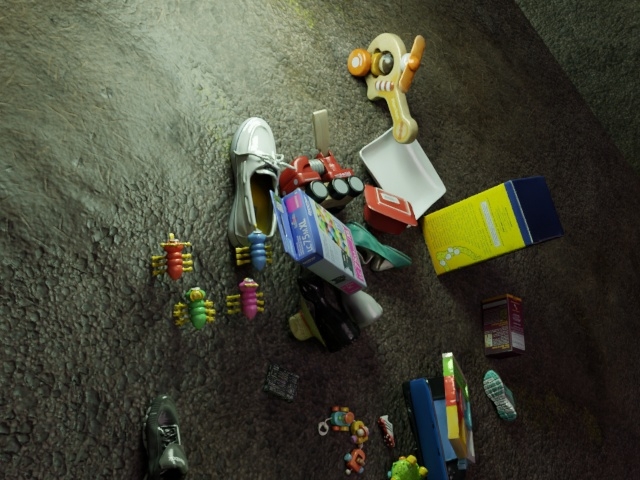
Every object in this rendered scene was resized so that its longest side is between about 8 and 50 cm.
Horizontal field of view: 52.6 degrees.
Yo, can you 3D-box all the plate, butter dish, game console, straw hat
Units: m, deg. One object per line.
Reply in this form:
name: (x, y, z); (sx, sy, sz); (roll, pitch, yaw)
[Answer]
plate: (0.254, -0.208, 2.033); (0.277, 0.045, 0.278); (-40, 101, -42)
butter dish: (0.184, -0.067, 1.873); (0.160, 0.118, 0.160); (20, 28, -12)
game console: (0.333, 0.510, 1.729); (0.250, 0.173, 0.293); (3, 72, -40)
straw hat: (-0.044, 0.211, 1.593); (0.061, 0.144, 0.144); (-26, 91, -3)

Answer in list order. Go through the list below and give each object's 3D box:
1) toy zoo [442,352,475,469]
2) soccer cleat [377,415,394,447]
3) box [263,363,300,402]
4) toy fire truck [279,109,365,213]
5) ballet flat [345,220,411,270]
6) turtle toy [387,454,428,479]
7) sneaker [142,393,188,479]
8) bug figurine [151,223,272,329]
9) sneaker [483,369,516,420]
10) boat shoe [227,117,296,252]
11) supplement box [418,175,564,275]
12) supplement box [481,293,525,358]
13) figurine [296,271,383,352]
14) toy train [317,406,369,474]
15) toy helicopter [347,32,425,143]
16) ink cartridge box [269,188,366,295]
toy zoo: (0.383, 0.484, 1.789); (0.192, 0.030, 0.293); (57, 28, -45)
soccer cleat: (0.179, 0.500, 1.699); (0.035, 0.029, 0.083); (-19, 81, -39)
box: (-0.091, 0.339, 1.536); (0.083, 0.018, 0.067); (30, 56, -29)
toy fire truck: (-0.013, -0.207, 1.746); (0.217, 0.158, 0.246); (-13, 70, -42)
ballet flat: (0.151, 0.037, 1.837); (0.247, 0.083, 0.087); (31, 79, -28)
turtle toy: (0.226, 0.612, 1.667); (0.095, 0.066, 0.130); (-47, 108, -15)
sneaker: (-0.298, 0.418, 1.266); (0.078, 0.106, 0.234); (18, 62, -36)
bug figurine: (-0.223, 0.079, 1.435); (0.279, 0.072, 0.216); (-7, 85, -22)
sneaker: (0.564, 0.478, 2.029); (0.076, 0.065, 0.166); (-31, 98, -60)
boat shoe: (-0.142, -0.160, 1.595); (0.136, 0.156, 0.367); (22, 61, -34)
supplement box: (0.513, -0.040, 1.974); (0.194, 0.356, 0.195); (-11, 80, -42)
supplement box: (0.590, 0.279, 2.088); (0.081, 0.104, 0.188); (19, 62, -35)
figurine: (0.047, 0.149, 1.677); (0.209, 0.092, 0.215); (59, 37, 0)
toy train: (0.073, 0.489, 1.600); (0.166, 0.046, 0.125); (52, 48, -13)
toy helicopter: (0.239, -0.471, 1.994); (0.140, 0.235, 0.355); (-6, 77, -42)
ink cartridge box: (0.000, 0.000, 1.571); (0.311, 0.065, 0.186); (33, 35, -50)
